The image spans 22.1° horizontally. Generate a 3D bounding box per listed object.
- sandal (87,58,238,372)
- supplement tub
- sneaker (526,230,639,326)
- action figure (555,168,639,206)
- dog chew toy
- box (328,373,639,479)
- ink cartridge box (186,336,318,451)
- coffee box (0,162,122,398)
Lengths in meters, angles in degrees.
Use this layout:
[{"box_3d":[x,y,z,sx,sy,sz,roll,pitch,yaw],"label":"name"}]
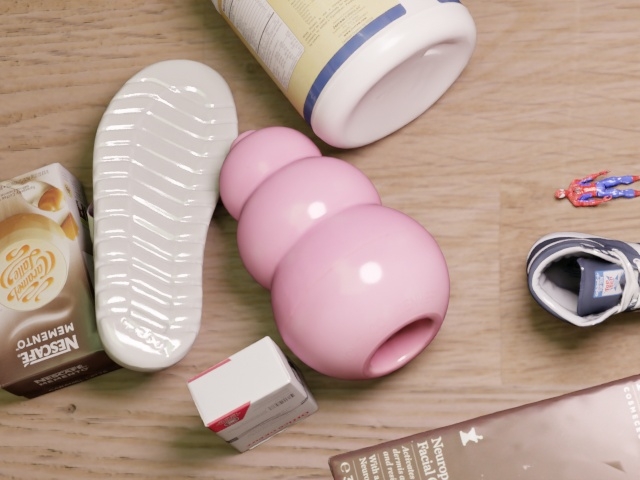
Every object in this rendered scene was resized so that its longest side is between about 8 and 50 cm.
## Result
[{"box_3d":[-0.206,-0.033,1.973,0.169,0.102,0.416,15,62,-11],"label":"sandal"},{"box_3d":[0.008,-0.291,1.942,0.228,0.228,0.316,-37,72,-1],"label":"supplement tub"},{"box_3d":[0.364,0.041,1.818,0.282,0.153,0.099,1,98,13],"label":"sneaker"},{"box_3d":[0.333,-0.062,1.928,0.115,0.030,0.038,-9,79,10],"label":"action figure"},{"box_3d":[0.000,0.000,1.892,0.207,0.206,0.332,-37,64,-1],"label":"dog chew toy"},{"box_3d":[0.217,0.288,1.801,0.381,0.143,0.191,-16,73,4],"label":"box"},{"box_3d":[-0.076,0.178,1.876,0.109,0.150,0.063,-29,68,2],"label":"ink cartridge box"},{"box_3d":[-0.335,0.050,1.983,0.141,0.098,0.246,-20,73,5],"label":"coffee box"}]
